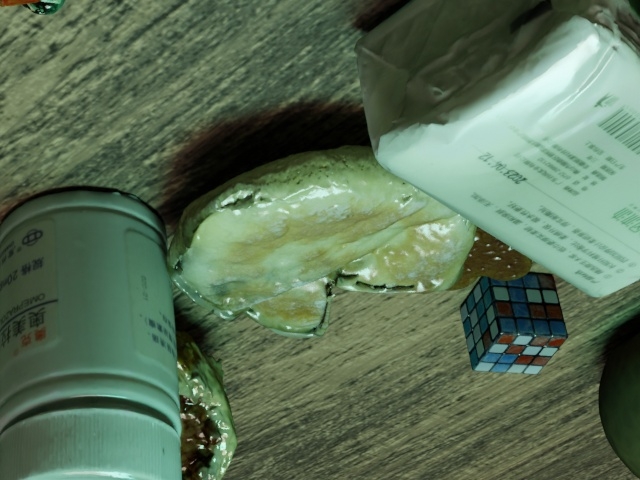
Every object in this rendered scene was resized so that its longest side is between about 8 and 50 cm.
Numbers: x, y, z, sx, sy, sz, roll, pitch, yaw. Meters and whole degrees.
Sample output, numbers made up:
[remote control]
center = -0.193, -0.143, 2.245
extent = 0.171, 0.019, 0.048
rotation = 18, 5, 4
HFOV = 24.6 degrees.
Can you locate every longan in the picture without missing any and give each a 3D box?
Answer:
[longan]
center = 0.478, 0.209, 1.876
extent = 0.258, 0.258, 0.258
rotation = -5, 145, -4

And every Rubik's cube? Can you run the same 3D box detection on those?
[Rubik's cube]
center = 0.233, 0.100, 1.786
extent = 0.092, 0.092, 0.092
rotation = 5, 144, -18

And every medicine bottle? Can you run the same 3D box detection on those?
[medicine bottle]
center = -0.242, 0.132, 1.523
extent = 0.190, 0.332, 0.190
rotation = -6, 145, -4

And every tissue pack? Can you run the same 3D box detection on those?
[tissue pack]
center = 0.243, -0.122, 1.379
extent = 0.266, 0.193, 0.356
rotation = -31, 138, 31

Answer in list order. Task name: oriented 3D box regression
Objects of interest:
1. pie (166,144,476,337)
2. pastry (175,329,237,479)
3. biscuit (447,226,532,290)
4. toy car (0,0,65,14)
[pie]
center = 0.000, 0.000, 1.554
extent = 0.338, 0.075, 0.337
rotation = -6, 145, -4
[pastry]
center = -0.235, 0.186, 1.765
extent = 0.256, 0.170, 0.236
rotation = -11, 126, 12
[biscuit]
center = 0.167, -0.023, 1.642
extent = 0.180, 0.039, 0.236
rotation = -8, 146, 8
[toy car]
center = -0.287, -0.222, 1.249
extent = 0.143, 0.054, 0.073
rotation = 1, 145, -11
